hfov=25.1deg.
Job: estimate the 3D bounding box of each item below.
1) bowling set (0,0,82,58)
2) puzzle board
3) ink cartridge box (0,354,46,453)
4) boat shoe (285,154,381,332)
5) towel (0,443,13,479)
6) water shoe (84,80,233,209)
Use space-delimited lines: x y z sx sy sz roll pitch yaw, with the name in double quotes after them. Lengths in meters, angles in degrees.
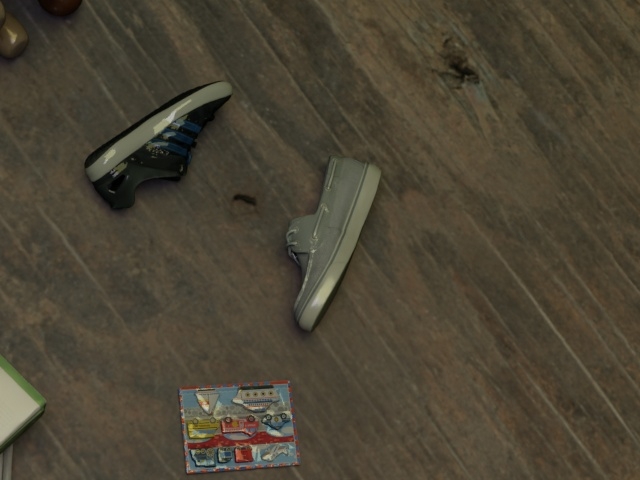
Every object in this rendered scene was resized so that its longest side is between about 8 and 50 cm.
-0.377 -0.294 1.617 0.154 0.287 0.200 45 21 8 "bowling set"
-0.088 0.203 1.575 0.128 0.011 0.096 -2 71 -17 "puzzle board"
-0.412 0.183 1.412 0.171 0.056 0.235 44 64 4 "ink cartridge box"
0.000 -0.001 1.649 0.081 0.079 0.227 21 60 2 "boat shoe"
-0.463 0.297 1.409 0.317 0.053 0.332 2 68 -15 "towel"
-0.175 -0.109 1.648 0.203 0.073 0.080 -35 104 -21 "water shoe"
